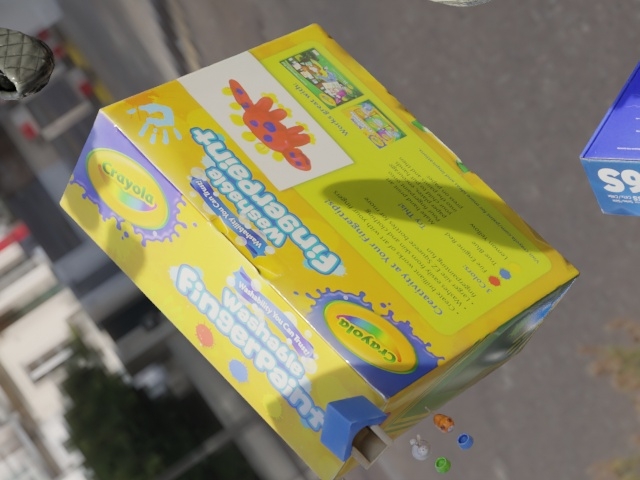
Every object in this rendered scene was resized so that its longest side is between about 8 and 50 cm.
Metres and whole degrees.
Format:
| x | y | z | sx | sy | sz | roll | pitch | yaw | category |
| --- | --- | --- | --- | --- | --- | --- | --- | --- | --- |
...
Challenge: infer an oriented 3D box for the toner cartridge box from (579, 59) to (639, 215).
| x | y | z | sx | sy | sz | roll | pitch | yaw | category |
| --- | --- | --- | --- | --- | --- | --- | --- | --- | --- |
| 0.419 | -0.092 | 1.565 | 0.348 | 0.165 | 0.075 | 6 | 138 | 39 | toner cartridge box |

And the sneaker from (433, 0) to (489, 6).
| x | y | z | sx | sy | sz | roll | pitch | yaw | category |
| --- | --- | --- | --- | --- | --- | --- | --- | --- | --- |
| 0.020 | -0.327 | 1.635 | 0.350 | 0.148 | 0.131 | 13 | 176 | -23 | sneaker |

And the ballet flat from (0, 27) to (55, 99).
| x | y | z | sx | sy | sz | roll | pitch | yaw | category |
| --- | --- | --- | --- | --- | --- | --- | --- | --- | --- |
| -0.281 | -0.140 | 1.355 | 0.173 | 0.049 | 0.057 | 8 | 120 | 25 | ballet flat |

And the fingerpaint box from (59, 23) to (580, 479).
| x | y | z | sx | sy | sz | roll | pitch | yaw | category |
| --- | --- | --- | --- | --- | --- | --- | --- | --- | --- |
| 0.000 | 0.000 | 1.990 | 0.445 | 0.371 | 0.163 | 44 | 133 | 16 | fingerpaint box |

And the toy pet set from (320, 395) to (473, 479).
| x | y | z | sx | sy | sz | roll | pitch | yaw | category |
| --- | --- | --- | --- | --- | --- | --- | --- | --- | --- |
| 0.059 | 0.190 | 1.693 | 0.114 | 0.122 | 0.065 | 37 | 171 | 48 | toy pet set |
